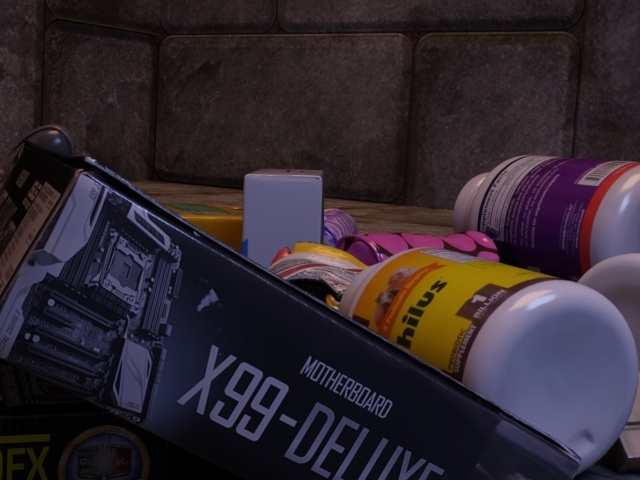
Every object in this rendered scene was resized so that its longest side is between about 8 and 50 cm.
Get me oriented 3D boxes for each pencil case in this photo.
[{"bbox_3d":[0.000,0.000,1.399,0.088,0.086,0.206,19,7,6],"label":"pencil case"},{"bbox_3d":[0.121,0.030,1.201,0.209,0.095,0.098,-3,24,-34],"label":"pencil case"}]

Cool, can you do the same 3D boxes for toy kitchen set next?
[{"bbox_3d":[0.200,0.120,0.644,0.068,0.075,0.083,-1,47,-13],"label":"toy kitchen set"}]

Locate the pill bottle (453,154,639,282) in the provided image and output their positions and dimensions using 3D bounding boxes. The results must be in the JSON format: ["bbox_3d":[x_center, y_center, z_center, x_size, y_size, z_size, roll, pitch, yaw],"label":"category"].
[{"bbox_3d":[0.314,-0.015,1.271,0.181,0.181,0.323,0,7,-30],"label":"pill bottle"}]

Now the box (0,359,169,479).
[{"bbox_3d":[-0.216,0.089,0.560,0.216,0.060,0.270,1,7,-20],"label":"box"}]

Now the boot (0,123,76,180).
[{"bbox_3d":[-0.392,-0.050,1.196,0.189,0.076,0.208,-39,9,15],"label":"boot"}]

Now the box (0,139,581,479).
[{"bbox_3d":[-0.053,0.046,0.513,0.242,0.076,0.307,31,-5,-20],"label":"box"}]

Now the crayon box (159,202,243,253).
[{"bbox_3d":[-0.228,-0.004,1.340,0.323,0.083,0.203,0,7,-25],"label":"crayon box"}]

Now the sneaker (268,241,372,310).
[{"bbox_3d":[0.048,0.065,0.927,0.225,0.088,0.093,5,27,18],"label":"sneaker"}]

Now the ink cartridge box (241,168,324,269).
[{"bbox_3d":[-0.039,-0.005,1.136,0.086,0.148,0.203,1,5,0],"label":"ink cartridge box"}]

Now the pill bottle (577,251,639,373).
[{"bbox_3d":[0.295,0.066,0.772,0.216,0.121,0.121,-2,8,-41],"label":"pill bottle"}]

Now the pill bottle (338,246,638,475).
[{"bbox_3d":[0.092,0.069,0.649,0.117,0.117,0.215,1,6,-24],"label":"pill bottle"}]
